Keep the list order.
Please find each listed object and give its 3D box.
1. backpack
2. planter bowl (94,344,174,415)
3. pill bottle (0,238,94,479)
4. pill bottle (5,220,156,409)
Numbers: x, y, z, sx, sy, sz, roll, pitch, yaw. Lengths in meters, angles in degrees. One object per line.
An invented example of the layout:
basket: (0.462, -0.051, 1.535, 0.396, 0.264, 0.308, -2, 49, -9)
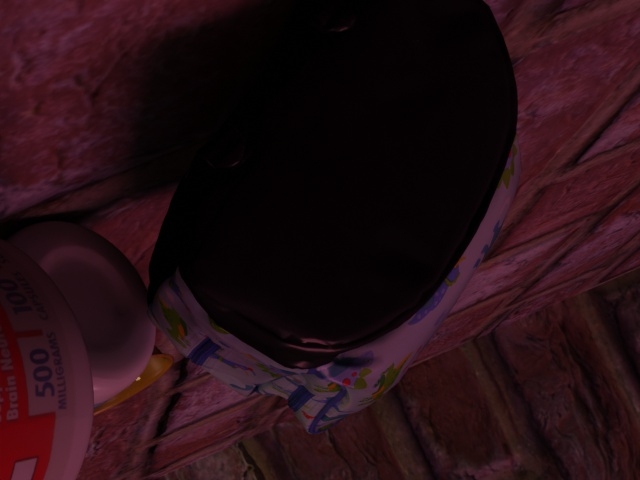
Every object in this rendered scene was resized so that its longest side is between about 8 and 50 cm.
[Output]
backpack: (0.000, 0.000, 1.154, 0.290, 0.273, 0.355, -57, -164, -23)
planter bowl: (-0.253, 0.116, 1.490, 0.217, 0.090, 0.217, -24, 167, -6)
pill bottle: (-0.340, 0.109, 0.944, 0.229, 0.229, 0.407, -31, 167, 26)
pill bottle: (-0.261, 0.103, 1.281, 0.264, 0.146, 0.146, -35, 165, 37)
